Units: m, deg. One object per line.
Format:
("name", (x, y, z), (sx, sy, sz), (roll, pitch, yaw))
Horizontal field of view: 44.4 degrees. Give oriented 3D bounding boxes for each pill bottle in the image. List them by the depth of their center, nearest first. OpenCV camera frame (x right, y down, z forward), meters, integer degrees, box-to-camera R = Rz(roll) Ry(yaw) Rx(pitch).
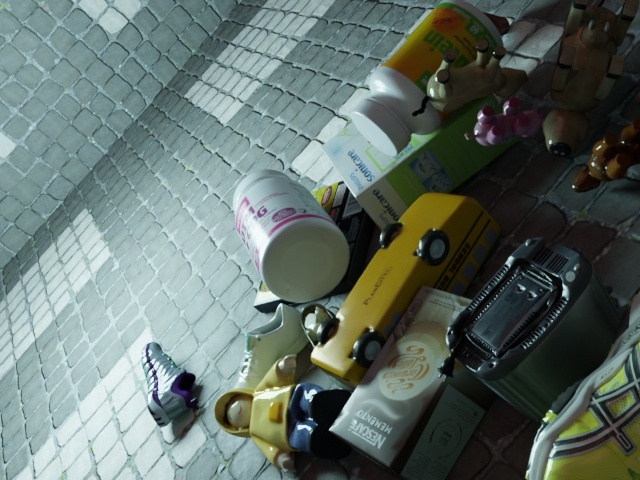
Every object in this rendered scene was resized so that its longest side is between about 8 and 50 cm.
("pill bottle", (0.167, -0.257, 1.260), (0.245, 0.136, 0.136), (-47, 31, -7))
("pill bottle", (-0.066, -0.020, 1.439), (0.160, 0.160, 0.283), (-45, 31, 5))

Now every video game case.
("video game case", (0.000, 0.000, 1.525), (0.248, 0.035, 0.274), (-18, 43, 40))

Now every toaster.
("toaster", (0.262, 0.120, 0.955), (0.227, 0.146, 0.129), (-49, 30, -3))

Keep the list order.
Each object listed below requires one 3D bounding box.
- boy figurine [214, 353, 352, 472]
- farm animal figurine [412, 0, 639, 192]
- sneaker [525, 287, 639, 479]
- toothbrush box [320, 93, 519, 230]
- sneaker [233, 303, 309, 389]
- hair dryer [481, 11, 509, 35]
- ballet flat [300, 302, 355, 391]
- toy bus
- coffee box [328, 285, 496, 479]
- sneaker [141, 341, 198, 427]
("boy figurine", (-0.064, 0.265, 1.223), (0.285, 0.092, 0.177), (-5, 78, 51))
("farm animal figurine", (0.350, -0.223, 1.154), (0.326, 0.330, 0.172), (-54, -13, -11))
("sneaker", (0.338, 0.180, 0.779), (0.384, 0.145, 0.147), (-58, 18, -13))
("toothbrush box", (0.169, -0.172, 1.390), (0.283, 0.122, 0.206), (-38, 36, 7))
("sneaker", (-0.108, 0.203, 1.373), (0.212, 0.094, 0.080), (-53, 33, -8))
("hair dryer", (0.240, -0.369, 1.535), (0.294, 0.080, 0.223), (-29, -7, -1))
("ballet flat", (0.016, 0.171, 1.280), (0.072, 0.068, 0.213), (-45, 31, 3))
("toy bus", (0.130, 0.079, 1.181), (0.108, 0.130, 0.332), (14, 66, 55))
("coffee box", (0.145, 0.198, 1.059), (0.141, 0.098, 0.246), (14, 66, 55))
("sneaker", (-0.295, 0.274, 1.565), (0.098, 0.083, 0.223), (-25, 37, -1))
